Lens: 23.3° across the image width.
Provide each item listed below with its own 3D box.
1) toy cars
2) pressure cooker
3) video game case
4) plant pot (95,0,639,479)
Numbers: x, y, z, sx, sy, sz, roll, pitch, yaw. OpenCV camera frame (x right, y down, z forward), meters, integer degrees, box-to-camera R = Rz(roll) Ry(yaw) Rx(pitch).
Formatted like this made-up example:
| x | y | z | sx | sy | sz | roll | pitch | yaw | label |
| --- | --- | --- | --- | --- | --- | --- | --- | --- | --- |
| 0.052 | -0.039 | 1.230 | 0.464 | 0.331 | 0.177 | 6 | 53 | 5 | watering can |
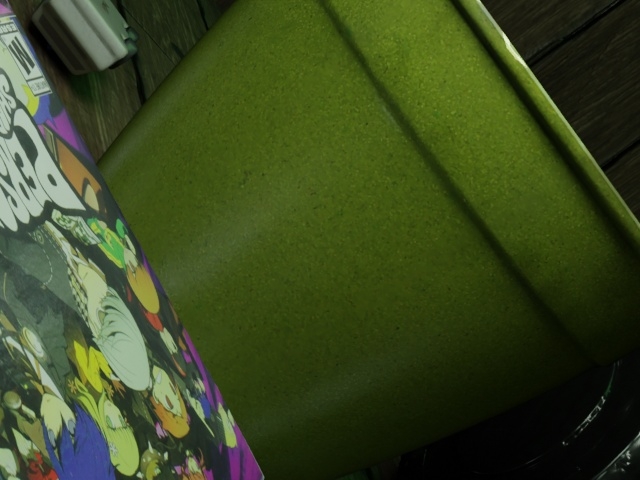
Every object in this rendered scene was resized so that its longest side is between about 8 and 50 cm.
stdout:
| x | y | z | sx | sy | sz | roll | pitch | yaw | label |
| --- | --- | --- | --- | --- | --- | --- | --- | --- | --- |
| -0.187 | -0.129 | 1.418 | 0.393 | 0.087 | 0.176 | 56 | 4 | 33 | toy cars |
| 0.330 | 0.299 | 1.537 | 0.420 | 0.375 | 0.370 | 50 | 7 | -20 | pressure cooker |
| -0.104 | 0.029 | 0.464 | 0.210 | 0.042 | 0.232 | 63 | 14 | -5 | video game case |
| 0.000 | 0.000 | 1.028 | 0.366 | 0.353 | 0.366 | 53 | 10 | -13 | plant pot |
